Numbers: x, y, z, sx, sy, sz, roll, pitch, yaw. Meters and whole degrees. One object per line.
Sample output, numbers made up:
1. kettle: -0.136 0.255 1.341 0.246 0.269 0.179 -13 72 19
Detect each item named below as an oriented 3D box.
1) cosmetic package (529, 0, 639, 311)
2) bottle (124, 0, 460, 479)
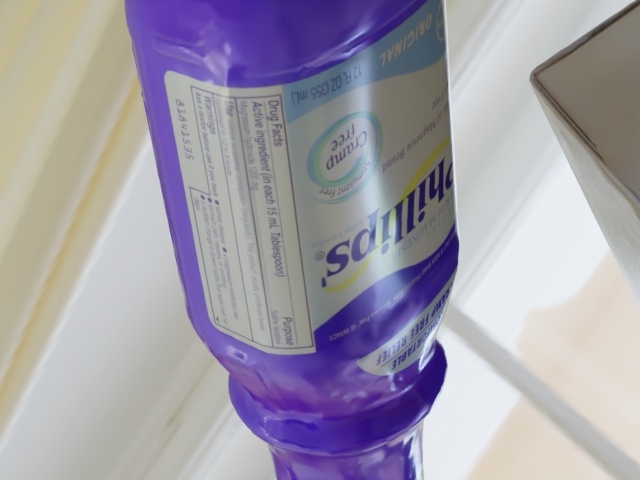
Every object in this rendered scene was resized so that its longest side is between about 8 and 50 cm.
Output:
1. cosmetic package: 0.225 0.029 0.721 0.160 0.113 0.309 57 -179 42
2. bottle: 0.000 0.000 0.589 0.092 0.118 0.283 22 135 33
